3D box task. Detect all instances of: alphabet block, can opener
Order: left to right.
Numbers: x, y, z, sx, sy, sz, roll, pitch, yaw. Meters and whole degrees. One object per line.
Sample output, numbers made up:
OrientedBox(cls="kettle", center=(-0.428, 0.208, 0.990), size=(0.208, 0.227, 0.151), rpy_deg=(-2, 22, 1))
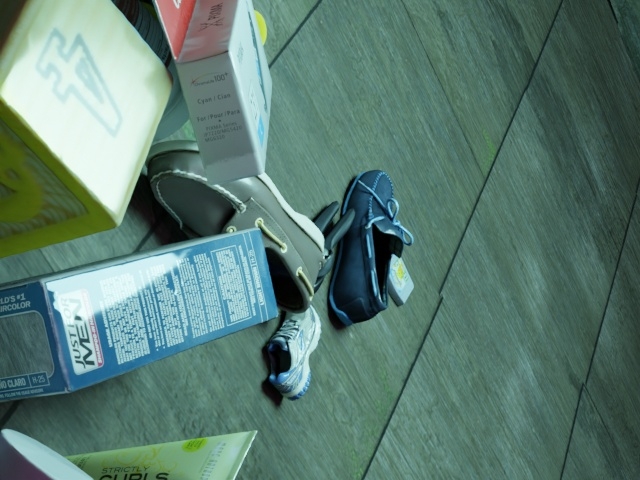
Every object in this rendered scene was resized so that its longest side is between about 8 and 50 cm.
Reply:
OrientedBox(cls="alphabet block", center=(-0.283, -0.125, 1.242), size=(0.193, 0.192, 0.197), rpy_deg=(49, 42, -36))
OrientedBox(cls="can opener", center=(0.000, 0.000, 1.798), size=(0.059, 0.073, 0.186), rpy_deg=(28, 40, -2))

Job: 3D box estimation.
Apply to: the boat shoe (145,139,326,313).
OrientedBox(cls="boat shoe", center=(-0.098, -0.012, 1.576), size=(0.324, 0.116, 0.097), rpy_deg=(41, 45, -51))

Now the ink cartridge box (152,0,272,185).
OrientedBox(cls="ink cartridge box", center=(-0.117, -0.235, 1.424), size=(0.296, 0.066, 0.261), rpy_deg=(-91, 167, -65))

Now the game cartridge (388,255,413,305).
OrientedBox(cls="game cartridge", center=(0.113, 0.053, 1.986), size=(0.083, 0.017, 0.056), rpy_deg=(64, 37, -21))

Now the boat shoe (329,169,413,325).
OrientedBox(cls="boat shoe", center=(0.085, 0.010, 1.884), size=(0.109, 0.089, 0.258), rpy_deg=(42, 45, -44))

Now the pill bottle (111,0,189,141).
OrientedBox(cls="pill bottle", center=(-0.229, -0.206, 1.425), size=(0.216, 0.121, 0.121), rpy_deg=(46, 42, -41))

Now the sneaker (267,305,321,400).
OrientedBox(cls="sneaker", center=(-0.037, 0.131, 1.680), size=(0.058, 0.052, 0.135), rpy_deg=(35, 50, -43))

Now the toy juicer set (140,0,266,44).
OrientedBox(cls="toy juicer set", center=(-0.195, -0.323, 1.568), size=(0.209, 0.089, 0.329), rpy_deg=(-51, 131, -38))

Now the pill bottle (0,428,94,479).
OrientedBox(cls="pill bottle", center=(-0.264, 0.267, 0.970), size=(0.246, 0.136, 0.136), rpy_deg=(-55, 135, -5))

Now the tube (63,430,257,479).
OrientedBox(cls="tube", center=(-0.173, 0.222, 1.239), size=(0.062, 0.240, 0.070), rpy_deg=(22, 62, -57))

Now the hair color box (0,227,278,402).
OrientedBox(cls="hair color box", center=(-0.209, 0.071, 1.302), size=(0.347, 0.174, 0.105), rpy_deg=(-15, 93, -59))
